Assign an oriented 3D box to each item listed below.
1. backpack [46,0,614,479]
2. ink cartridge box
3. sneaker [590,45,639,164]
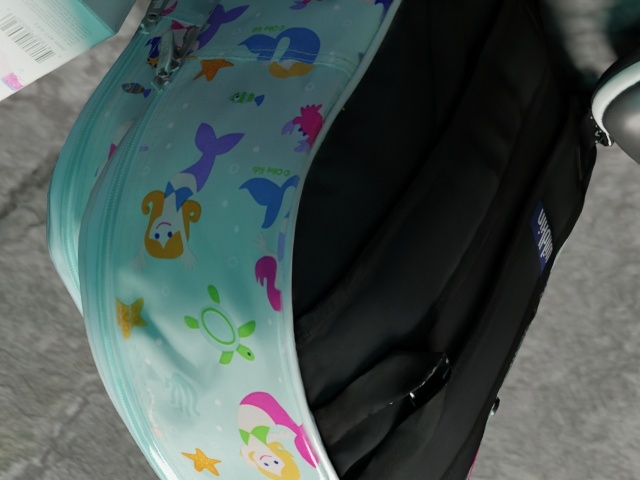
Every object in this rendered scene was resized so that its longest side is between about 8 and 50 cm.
[{"bbox_3d":[0.000,0.000,0.759,0.191,0.253,0.225,-1,137,26],"label":"backpack"},{"bbox_3d":[-0.152,-0.128,0.811,0.143,0.090,0.092,-20,125,41],"label":"ink cartridge box"},{"bbox_3d":[0.223,-0.007,0.772,0.234,0.097,0.084,27,141,-6],"label":"sneaker"}]
